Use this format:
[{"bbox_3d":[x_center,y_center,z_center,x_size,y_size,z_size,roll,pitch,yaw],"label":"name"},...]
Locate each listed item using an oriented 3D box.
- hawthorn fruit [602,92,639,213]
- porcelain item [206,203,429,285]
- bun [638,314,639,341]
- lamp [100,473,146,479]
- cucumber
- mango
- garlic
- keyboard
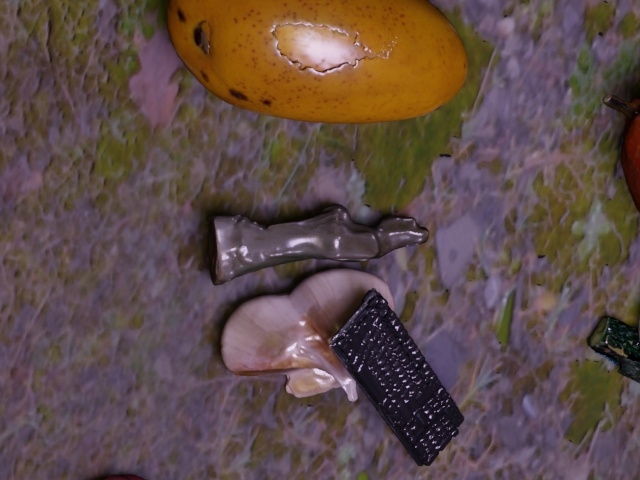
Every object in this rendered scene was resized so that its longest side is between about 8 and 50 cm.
[{"bbox_3d":[0.384,-0.077,1.812,0.261,0.224,0.224,35,96,1],"label":"hawthorn fruit"},{"bbox_3d":[0.000,0.000,1.851,0.216,0.081,0.069,-4,82,-8],"label":"porcelain item"},{"bbox_3d":[0.387,0.083,1.882,0.138,0.094,0.138,3,79,-13],"label":"bun"},{"bbox_3d":[-0.196,0.282,1.882,0.107,0.092,0.107,-15,113,-39],"label":"lamp"},{"bbox_3d":[0.385,0.151,1.938,0.257,0.044,0.043,28,121,-12],"label":"cucumber"},{"bbox_3d":[0.004,-0.186,1.764,0.290,0.191,0.160,13,107,-13],"label":"mango"},{"bbox_3d":[-0.011,0.095,1.863,0.174,0.099,0.124,-12,95,-2],"label":"garlic"},{"bbox_3d":[0.079,0.138,1.848,0.072,0.023,0.231,-50,137,-15],"label":"keyboard"}]
